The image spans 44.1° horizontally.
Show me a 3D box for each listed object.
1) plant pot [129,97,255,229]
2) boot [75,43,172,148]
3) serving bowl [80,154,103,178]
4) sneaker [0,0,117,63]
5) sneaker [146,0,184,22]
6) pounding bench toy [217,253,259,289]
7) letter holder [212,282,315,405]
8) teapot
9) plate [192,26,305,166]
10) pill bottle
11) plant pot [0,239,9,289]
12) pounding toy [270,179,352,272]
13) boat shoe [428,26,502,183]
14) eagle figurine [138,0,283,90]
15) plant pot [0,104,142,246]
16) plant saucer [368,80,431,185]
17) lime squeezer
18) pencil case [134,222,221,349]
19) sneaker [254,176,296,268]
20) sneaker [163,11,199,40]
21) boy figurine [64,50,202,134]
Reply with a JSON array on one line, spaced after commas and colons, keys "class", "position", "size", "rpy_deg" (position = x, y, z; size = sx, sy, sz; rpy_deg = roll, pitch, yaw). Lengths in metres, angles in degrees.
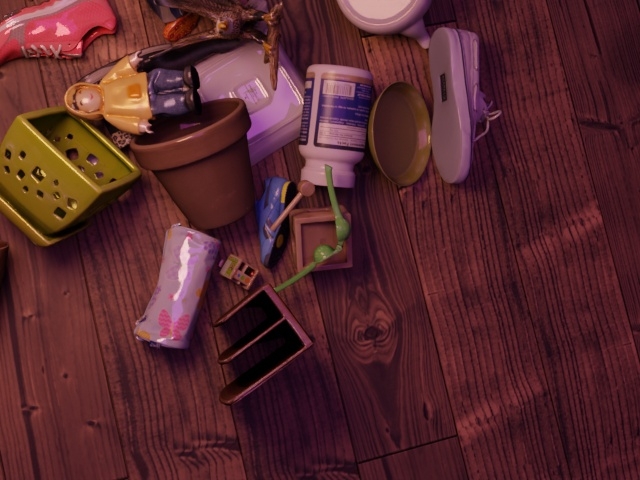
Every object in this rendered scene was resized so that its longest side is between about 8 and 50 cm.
[{"class": "plant pot", "position": [-0.249, -0.155, 1.710], "size": [0.263, 0.263, 0.229], "rpy_deg": [-24, 115, -11]}, {"class": "boot", "position": [-0.406, -0.327, 1.778], "size": [0.236, 0.085, 0.179], "rpy_deg": [-32, 104, -25]}, {"class": "serving bowl", "position": [-0.495, -0.175, 1.768], "size": [0.083, 0.027, 0.083], "rpy_deg": [1, 85, -10]}, {"class": "sneaker", "position": [-0.591, -0.450, 1.737], "size": [0.313, 0.116, 0.136], "rpy_deg": [-33, 92, -11]}, {"class": "sneaker", "position": [-0.346, -0.667, 1.779], "size": [0.182, 0.127, 0.316], "rpy_deg": [-23, 75, -13]}, {"class": "pounding bench toy", "position": [-0.188, 0.069, 1.786], "size": [0.065, 0.083, 0.052], "rpy_deg": [36, 81, -36]}, {"class": "letter holder", "position": [-0.161, 0.217, 1.645], "size": [0.214, 0.302, 0.152], "rpy_deg": [-37, 91, -11]}, {"class": "teapot", "position": [0.158, -0.604, 1.851], "size": [0.252, 0.187, 0.256], "rpy_deg": [17, 106, 14]}, {"class": "plate", "position": [-0.163, -0.333, 1.834], "size": [0.278, 0.045, 0.277], "rpy_deg": [-33, 91, -11]}, {"class": "pill bottle", "position": [0.030, -0.256, 1.788], "size": [0.153, 0.153, 0.265], "rpy_deg": [6, 97, -9]}, {"class": "plant pot", "position": [-0.756, 0.119, 1.619], "size": [0.215, 0.215, 0.231], "rpy_deg": [3, 97, -9]}, {"class": "pounding toy", "position": [-0.029, -0.041, 1.775], "size": [0.181, 0.094, 0.206], "rpy_deg": [-6, 108, -10]}, {"class": "boat shoe", "position": [0.352, -0.319, 1.882], "size": [0.156, 0.136, 0.367], "rpy_deg": [-4, 87, -24]}, {"class": "eagle figurine", "position": [-0.232, -0.468, 1.709], "size": [0.298, 0.225, 0.227], "rpy_deg": [5, 74, -3]}, {"class": "plant pot", "position": [-0.548, -0.125, 1.645], "size": [0.227, 0.228, 0.207], "rpy_deg": [44, 106, -3]}, {"class": "plant saucer", "position": [0.179, -0.246, 1.829], "size": [0.241, 0.037, 0.241], "rpy_deg": [-3, 94, -51]}, {"class": "lime squeezer", "position": [0.000, 0.000, 1.714], "size": [0.109, 0.059, 0.311], "rpy_deg": [20, 103, -18]}, {"class": "pencil case", "position": [-0.311, 0.105, 1.729], "size": [0.124, 0.113, 0.273], "rpy_deg": [15, 82, 12]}, {"class": "sneaker", "position": [-0.116, -0.043, 1.809], "size": [0.082, 0.069, 0.210], "rpy_deg": [11, 89, 21]}, {"class": "sneaker", "position": [-0.314, -0.535, 1.830], "size": [0.067, 0.064, 0.175], "rpy_deg": [27, 76, 16]}, {"class": "boy figurine", "position": [-0.393, -0.307, 1.643], "size": [0.285, 0.092, 0.177], "rpy_deg": [-3, 87, 4]}]
